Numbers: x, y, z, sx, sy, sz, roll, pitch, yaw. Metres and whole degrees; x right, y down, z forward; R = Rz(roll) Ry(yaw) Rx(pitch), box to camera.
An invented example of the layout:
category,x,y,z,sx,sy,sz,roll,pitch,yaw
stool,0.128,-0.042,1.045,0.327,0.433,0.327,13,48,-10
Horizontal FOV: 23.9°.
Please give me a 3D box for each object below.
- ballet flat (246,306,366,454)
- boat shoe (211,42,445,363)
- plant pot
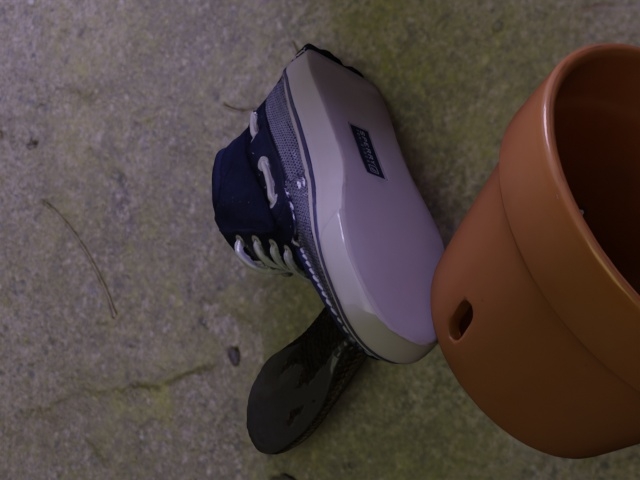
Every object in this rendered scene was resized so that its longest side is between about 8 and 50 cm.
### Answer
category,x,y,z,sx,sy,sz,roll,pitch,yaw
ballet flat,0.013,0.095,1.353,0.084,0.058,0.250,47,117,32
boat shoe,0.000,0.000,1.261,0.158,0.127,0.340,-45,36,29
plant pot,0.218,0.031,1.117,0.203,0.291,0.291,-46,70,41
